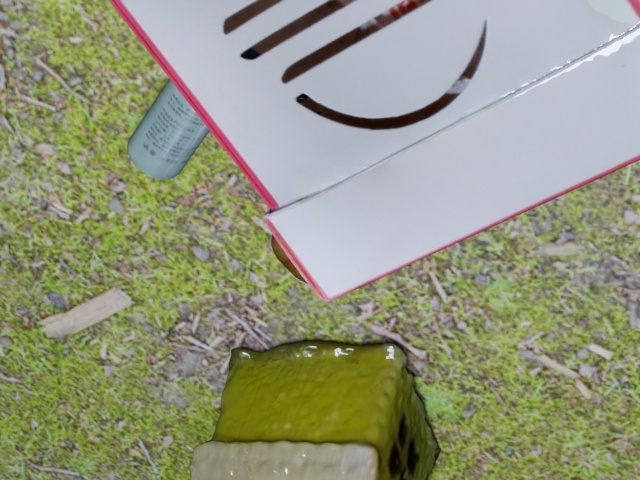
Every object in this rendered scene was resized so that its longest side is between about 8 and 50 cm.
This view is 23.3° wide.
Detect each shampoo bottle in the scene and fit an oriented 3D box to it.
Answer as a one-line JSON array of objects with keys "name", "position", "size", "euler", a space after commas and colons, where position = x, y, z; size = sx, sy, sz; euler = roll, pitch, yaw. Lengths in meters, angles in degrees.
[{"name": "shampoo bottle", "position": [-0.099, -0.131, 1.321], "size": [0.056, 0.056, 0.195], "euler": [36, 128, -7]}]

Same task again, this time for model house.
[{"name": "model house", "position": [-0.013, 0.224, 1.430], "size": [0.193, 0.234, 0.174], "euler": [-3, 123, 20]}]

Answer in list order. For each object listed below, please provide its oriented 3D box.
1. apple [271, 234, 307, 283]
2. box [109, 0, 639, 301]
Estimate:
[{"name": "apple", "position": [0.000, 0.000, 1.366], "size": [0.084, 0.084, 0.071], "euler": [36, 154, -7]}, {"name": "box", "position": [0.079, -0.201, 1.042], "size": [0.314, 0.312, 0.300], "euler": [-26, 110, 32]}]
